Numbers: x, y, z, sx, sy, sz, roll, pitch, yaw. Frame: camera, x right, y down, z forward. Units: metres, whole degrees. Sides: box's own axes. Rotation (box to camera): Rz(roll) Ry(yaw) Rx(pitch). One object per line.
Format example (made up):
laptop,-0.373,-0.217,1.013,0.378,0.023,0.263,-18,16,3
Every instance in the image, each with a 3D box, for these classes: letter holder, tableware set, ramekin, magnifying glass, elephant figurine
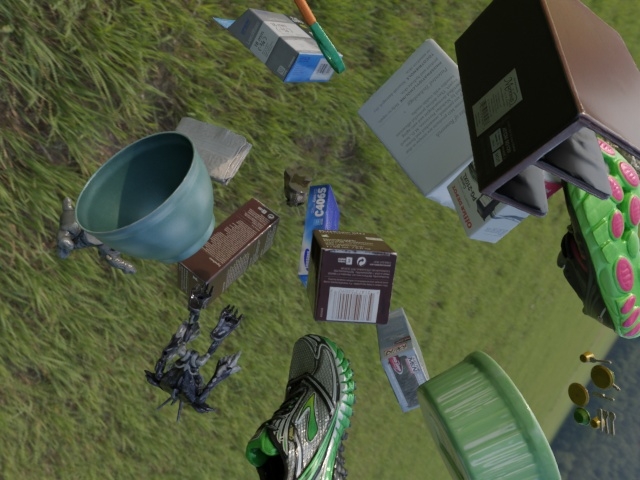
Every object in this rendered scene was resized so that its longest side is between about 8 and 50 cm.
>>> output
letter holder,0.328,-0.186,0.707,0.215,0.301,0.152,19,143,-23
tableware set,0.541,0.300,1.026,0.024,0.104,0.154,-5,91,-26
ramekin,0.311,0.385,1.008,0.148,0.303,0.303,-23,145,-4
magnifying glass,-0.007,-0.502,1.240,0.026,0.092,0.231,-37,125,4
elephant figurine,-0.719,-0.010,1.685,0.240,0.169,0.186,4,131,-13

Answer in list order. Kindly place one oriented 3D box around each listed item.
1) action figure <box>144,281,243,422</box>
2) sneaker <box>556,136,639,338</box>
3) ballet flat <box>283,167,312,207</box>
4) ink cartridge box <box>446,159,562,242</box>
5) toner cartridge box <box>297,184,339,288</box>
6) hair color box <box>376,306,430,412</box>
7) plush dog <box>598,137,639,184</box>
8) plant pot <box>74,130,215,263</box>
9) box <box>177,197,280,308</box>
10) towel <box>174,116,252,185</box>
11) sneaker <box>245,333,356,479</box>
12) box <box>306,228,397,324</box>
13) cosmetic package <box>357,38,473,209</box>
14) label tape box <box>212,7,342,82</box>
action figure,-0.234,0.223,0.999,0.275,0.164,0.141,-63,170,28
sneaker,0.620,0.001,1.189,0.185,0.202,0.482,-23,104,-19
ballet flat,-0.065,-0.141,1.384,0.250,0.084,0.058,-96,-155,-68
ink cartridge box,0.437,-0.131,1.252,0.100,0.171,0.237,7,142,-28
toner cartridge box,0.000,0.000,1.717,0.165,0.075,0.347,65,27,-53
hair color box,0.271,0.378,1.706,0.114,0.185,0.374,-23,-171,7
plush dog,0.800,-0.195,1.403,0.225,0.211,0.262,-113,-157,-76
plant pot,-0.359,-0.071,1.155,0.293,0.293,0.196,-48,138,-17
box,-0.321,0.041,1.814,0.381,0.143,0.191,-47,168,-36
towel,-0.386,-0.300,1.713,0.049,0.282,0.187,80,32,-62
sneaker,-0.033,0.295,0.822,0.134,0.146,0.343,-50,-155,40
box,0.063,0.078,1.188,0.203,0.169,0.166,-118,-148,-75
cosmetic package,0.405,-0.360,1.691,0.327,0.393,0.329,-43,156,21
label tape box,-0.130,-0.630,1.597,0.241,0.334,0.106,-25,155,-53
